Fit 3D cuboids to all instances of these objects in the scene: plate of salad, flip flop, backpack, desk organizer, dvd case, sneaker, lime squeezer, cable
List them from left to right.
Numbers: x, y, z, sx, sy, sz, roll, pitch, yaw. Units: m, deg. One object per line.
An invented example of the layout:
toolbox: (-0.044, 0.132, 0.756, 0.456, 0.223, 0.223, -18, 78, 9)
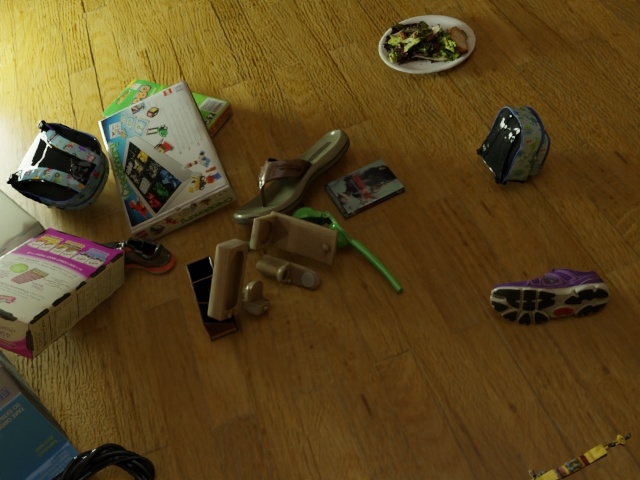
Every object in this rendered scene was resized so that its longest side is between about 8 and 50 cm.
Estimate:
backpack: (-0.465, -0.128, 1.301, 0.173, 0.117, 0.158, 17, 74, 27)
cable: (-0.298, 0.358, 0.922, 0.184, 0.047, 0.150, -33, 59, -16)
sneaker: (-0.329, 0.014, 1.202, 0.157, 0.065, 0.061, 3, 52, 14)
desk organizer: (-0.175, 0.090, 1.115, 0.047, 0.050, 0.130, -21, 50, -5)
flip flop: (-0.055, -0.121, 1.219, 0.277, 0.080, 0.112, -45, 30, -25)
lime squeezer: (0.000, 0.000, 1.147, 0.310, 0.059, 0.110, 13, 55, 21)
dvd case: (0.077, -0.092, 1.233, 0.119, 0.013, 0.087, -26, 51, -8)
plate of salad: (0.219, -0.415, 1.441, 0.199, 0.048, 0.200, -6, 51, 8)
backpack: (0.331, -0.165, 1.169, 0.084, 0.114, 0.105, -5, 46, -17)
sneaker: (0.330, 0.076, 1.019, 0.169, 0.068, 0.071, -3, 35, -1)

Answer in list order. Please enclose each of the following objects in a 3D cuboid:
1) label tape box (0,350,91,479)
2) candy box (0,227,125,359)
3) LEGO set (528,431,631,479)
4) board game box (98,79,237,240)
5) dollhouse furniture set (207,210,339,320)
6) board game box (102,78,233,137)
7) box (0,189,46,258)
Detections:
label tape box: (-0.524, 0.289, 0.997, 0.333, 0.106, 0.240, 34, 65, 33)
candy box: (-0.443, 0.076, 1.109, 0.159, 0.071, 0.233, 16, 31, 16)
LEGO set: (0.372, 0.312, 0.720, 0.331, 0.192, 0.255, -5, 51, 9)
board game box: (-0.294, -0.155, 1.313, 0.192, 0.053, 0.305, -26, 56, -1)
dollhouse furniture set: (-0.070, 0.050, 1.063, 0.123, 0.144, 0.151, 17, 18, 24)
board game box: (-0.321, -0.265, 1.448, 0.259, 0.039, 0.124, 20, 59, 23)
box: (-0.609, -0.033, 1.285, 0.275, 0.094, 0.113, 33, 65, 32)
